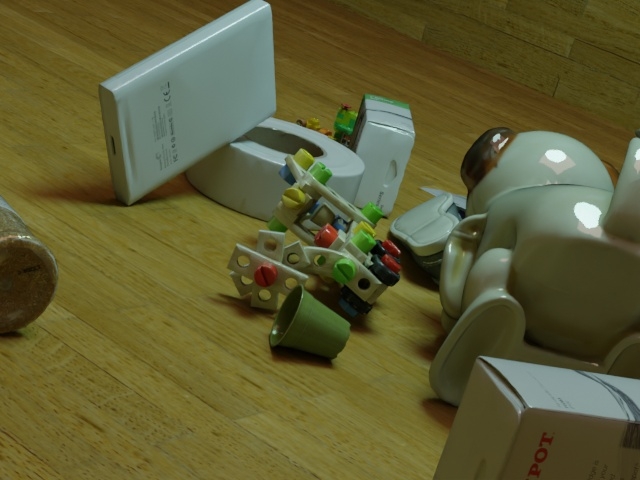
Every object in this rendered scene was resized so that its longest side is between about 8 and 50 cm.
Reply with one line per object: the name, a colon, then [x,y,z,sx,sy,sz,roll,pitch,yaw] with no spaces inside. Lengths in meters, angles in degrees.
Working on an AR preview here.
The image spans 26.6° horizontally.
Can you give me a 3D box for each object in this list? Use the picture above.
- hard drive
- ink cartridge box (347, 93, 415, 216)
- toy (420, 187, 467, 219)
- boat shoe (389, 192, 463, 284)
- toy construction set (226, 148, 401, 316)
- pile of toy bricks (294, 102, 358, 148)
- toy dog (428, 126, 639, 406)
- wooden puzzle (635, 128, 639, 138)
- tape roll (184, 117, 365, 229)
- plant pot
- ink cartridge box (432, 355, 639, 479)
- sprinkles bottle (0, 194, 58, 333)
hard drive: [-0.188,-0.207,1.997,0.040,0.203,0.307,30,49,31]
ink cartridge box: [0.099,-0.154,2.385,0.092,0.160,0.219,16,17,-4]
toy: [0.285,-0.037,2.391,0.137,0.056,0.237,27,14,37]
boat shoe: [0.188,0.002,2.167,0.099,0.116,0.319,59,4,-12]
toy construction set: [0.000,0.000,1.845,0.215,0.151,0.327,42,25,-5]
pile of toy bricks: [0.045,-0.208,2.586,0.212,0.105,0.118,26,20,25]
toy dog: [0.286,0.002,1.758,0.284,0.395,0.408,7,27,-4]
wooden puzzle: [0.438,-0.025,1.690,0.044,0.238,0.221,-4,2,3]
tape roll: [-0.073,-0.119,2.216,0.286,0.100,0.286,16,18,-5]
plant pot: [-0.009,0.108,1.654,0.079,0.083,0.083,27,15,-15]
ink cartridge box: [0.257,0.236,1.289,0.283,0.207,0.117,11,18,-22]
sprinkles bottle: [-0.421,-0.024,1.558,0.121,0.121,0.355,4,23,-37]
